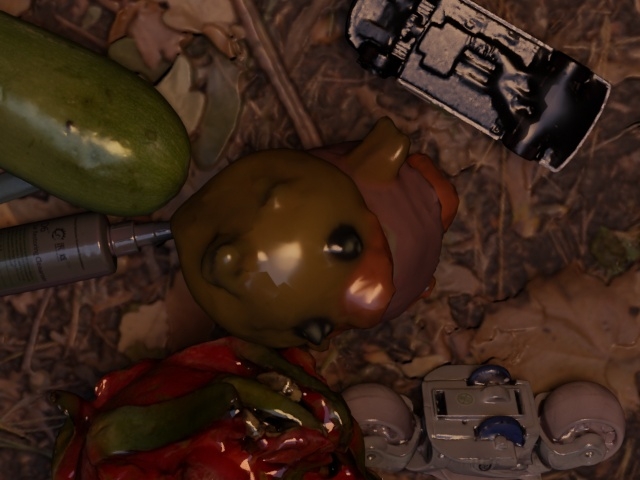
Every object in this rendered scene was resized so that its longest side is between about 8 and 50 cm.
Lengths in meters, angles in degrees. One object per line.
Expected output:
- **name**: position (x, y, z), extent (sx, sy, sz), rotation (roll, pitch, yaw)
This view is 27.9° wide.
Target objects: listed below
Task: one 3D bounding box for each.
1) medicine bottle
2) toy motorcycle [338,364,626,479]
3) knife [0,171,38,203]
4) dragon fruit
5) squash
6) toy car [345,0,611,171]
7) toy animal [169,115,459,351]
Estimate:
- **medicine bottle**: position (-0.209, 0.008, 1.062), extent (0.199, 0.057, 0.057), rotation (-10, 105, 3)
- **toy motorcycle**: position (0.132, 0.167, 1.099), extent (0.254, 0.112, 0.112), rotation (-1, 105, -2)
- **knife**: position (-0.307, -0.028, 1.073), extent (0.210, 0.015, 0.028), rotation (-21, 111, 6)
- **dragon fruit**: position (-0.080, 0.195, 1.007), extent (0.302, 0.231, 0.237), rotation (-46, 68, 40)
- **squash**: position (-0.270, -0.131, 0.997), extent (0.370, 0.118, 0.118), rotation (27, 103, -3)
- **toy car**: position (0.119, -0.140, 1.004), extent (0.210, 0.108, 0.089), rotation (29, 105, -4)
- **toy animal**: position (-0.004, -0.001, 0.961), extent (0.169, 0.281, 0.195), rotation (22, 106, 14)
